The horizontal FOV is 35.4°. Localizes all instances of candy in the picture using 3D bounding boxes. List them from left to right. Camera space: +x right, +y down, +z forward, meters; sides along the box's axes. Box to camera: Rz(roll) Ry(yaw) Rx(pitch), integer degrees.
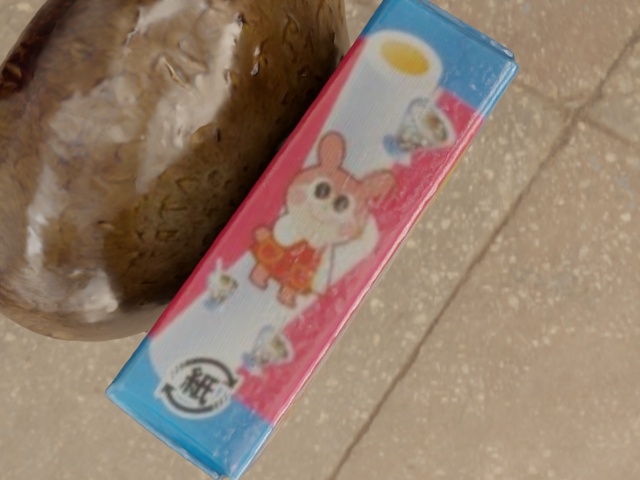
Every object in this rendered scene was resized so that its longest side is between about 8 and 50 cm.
[{"bbox_3d":[-0.001,-0.001,0.655,0.100,0.157,0.306,35,86,6],"label":"candy"}]

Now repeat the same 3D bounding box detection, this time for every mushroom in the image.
[{"bbox_3d":[-0.106,-0.088,0.726,0.239,0.345,0.345,11,122,-3],"label":"mushroom"}]
